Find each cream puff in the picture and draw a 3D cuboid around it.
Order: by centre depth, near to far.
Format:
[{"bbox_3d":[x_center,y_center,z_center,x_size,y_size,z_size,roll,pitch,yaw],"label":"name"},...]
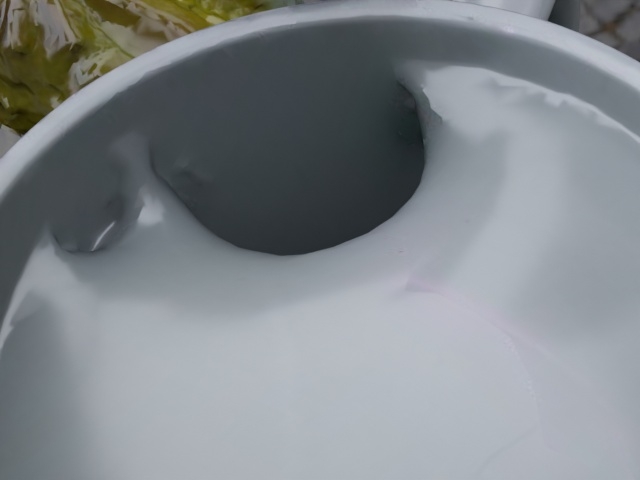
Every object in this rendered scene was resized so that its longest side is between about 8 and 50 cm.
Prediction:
[{"bbox_3d":[-0.182,-0.101,1.252,0.378,0.275,0.378,-4,81,24],"label":"cream puff"}]

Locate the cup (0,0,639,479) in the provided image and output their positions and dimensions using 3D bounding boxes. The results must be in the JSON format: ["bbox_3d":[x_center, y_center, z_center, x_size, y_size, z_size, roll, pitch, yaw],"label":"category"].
[{"bbox_3d":[0.037,0.064,0.578,0.259,0.274,0.357,12,55,14],"label":"cup"}]
